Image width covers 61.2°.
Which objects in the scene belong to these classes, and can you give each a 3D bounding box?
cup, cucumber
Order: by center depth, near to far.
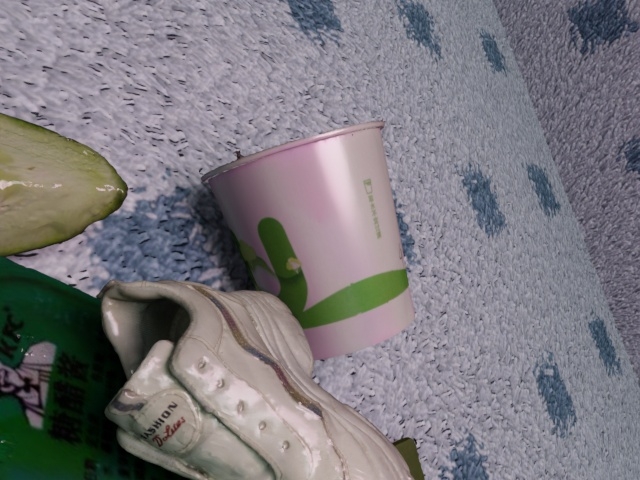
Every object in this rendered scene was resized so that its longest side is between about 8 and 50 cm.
[{"bbox_3d":[-0.344,-0.051,0.468,0.325,0.105,0.145,-3,47,-48],"label":"cucumber"},{"bbox_3d":[0.000,0.000,0.726,0.253,0.253,0.274,-25,100,-50],"label":"cup"}]

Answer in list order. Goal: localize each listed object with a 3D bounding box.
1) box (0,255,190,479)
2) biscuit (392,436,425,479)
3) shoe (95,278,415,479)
[{"bbox_3d":[-0.188,0.181,0.474,0.337,0.106,0.264,33,17,-32],"label":"box"},{"bbox_3d":[0.045,0.359,0.744,0.322,0.038,0.099,-1,70,-47],"label":"biscuit"},{"bbox_3d":[-0.070,0.151,0.428,0.211,0.132,0.342,24,19,-46],"label":"shoe"}]
